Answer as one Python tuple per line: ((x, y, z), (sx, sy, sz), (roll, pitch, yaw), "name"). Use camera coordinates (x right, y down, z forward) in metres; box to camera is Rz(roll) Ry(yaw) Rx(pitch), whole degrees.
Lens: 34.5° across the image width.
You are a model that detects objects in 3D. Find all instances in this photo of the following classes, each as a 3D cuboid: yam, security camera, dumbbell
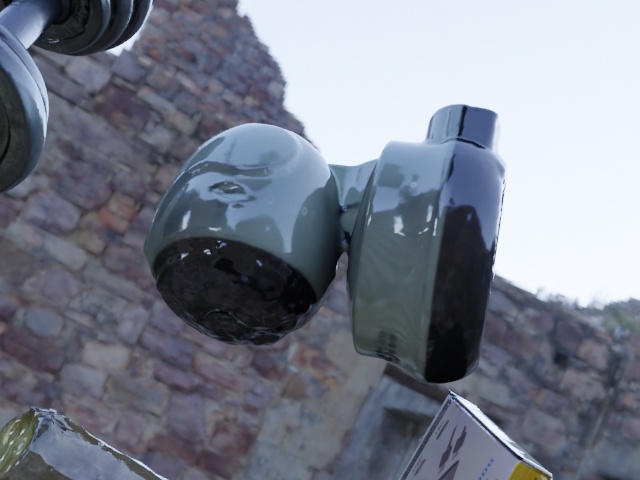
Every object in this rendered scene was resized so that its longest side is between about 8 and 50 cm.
((-0.038, 0.216, 0.604), (0.357, 0.081, 0.081), (35, -14, -13), "yam")
((0.000, 0.000, 0.819), (0.277, 0.191, 0.197), (9, -30, 10), "security camera")
((-0.281, -0.191, 0.945), (0.179, 0.406, 0.179), (6, -53, 9), "dumbbell")

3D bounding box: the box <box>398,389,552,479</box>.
((0.104, 0.197, 0.780), (0.033, 0.129, 0.247), (31, -1, -6), "box")
